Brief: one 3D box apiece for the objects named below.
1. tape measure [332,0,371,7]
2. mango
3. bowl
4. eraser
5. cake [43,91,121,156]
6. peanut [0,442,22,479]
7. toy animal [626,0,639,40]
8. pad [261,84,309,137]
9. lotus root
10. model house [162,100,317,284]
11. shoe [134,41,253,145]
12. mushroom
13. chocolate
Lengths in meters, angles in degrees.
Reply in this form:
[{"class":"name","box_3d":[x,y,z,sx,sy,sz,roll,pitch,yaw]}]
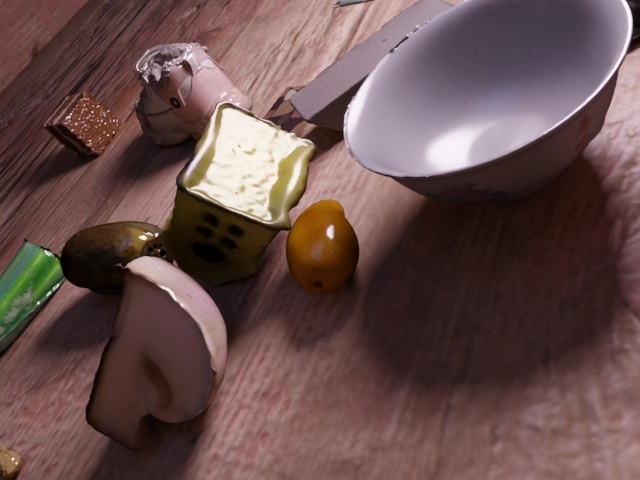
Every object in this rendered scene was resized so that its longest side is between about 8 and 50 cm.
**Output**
[{"class":"tape measure","box_3d":[0.159,-0.548,1.342,0.330,0.084,0.164,-38,33,-1]},{"class":"mango","box_3d":[0.000,0.000,0.887,0.102,0.085,0.184,-30,31,15]},{"class":"bowl","box_3d":[0.212,-0.150,0.798,0.345,0.157,0.346,-24,38,21]},{"class":"eraser","box_3d":[0.116,-0.302,1.123,0.352,0.077,0.111,-36,38,4]},{"class":"cake","box_3d":[-0.631,-0.301,1.731,0.147,0.135,0.135,-1,53,41]},{"class":"peanut","box_3d":[-0.486,0.331,0.983,0.113,0.054,0.054,0,51,38]},{"class":"toy animal","box_3d":[0.449,-0.338,0.880,0.232,0.084,0.148,-16,57,21]},{"class":"pad","box_3d":[-0.075,-0.221,1.263,0.158,0.003,0.235,8,56,46]},{"class":"lotus root","box_3d":[-0.351,0.029,1.129,0.240,0.124,0.123,-4,63,36]},{"class":"model house","box_3d":[-0.128,-0.051,0.995,0.234,0.174,0.194,118,170,-52]},{"class":"shoe","box_3d":[-0.308,-0.332,1.425,0.350,0.198,0.172,7,53,44]},{"class":"mushroom","box_3d":[-0.182,0.148,0.870,0.162,0.173,0.236,22,106,12]},{"class":"chocolate","box_3d":[-0.608,0.143,1.261,0.110,0.110,0.291,6,57,45]}]
